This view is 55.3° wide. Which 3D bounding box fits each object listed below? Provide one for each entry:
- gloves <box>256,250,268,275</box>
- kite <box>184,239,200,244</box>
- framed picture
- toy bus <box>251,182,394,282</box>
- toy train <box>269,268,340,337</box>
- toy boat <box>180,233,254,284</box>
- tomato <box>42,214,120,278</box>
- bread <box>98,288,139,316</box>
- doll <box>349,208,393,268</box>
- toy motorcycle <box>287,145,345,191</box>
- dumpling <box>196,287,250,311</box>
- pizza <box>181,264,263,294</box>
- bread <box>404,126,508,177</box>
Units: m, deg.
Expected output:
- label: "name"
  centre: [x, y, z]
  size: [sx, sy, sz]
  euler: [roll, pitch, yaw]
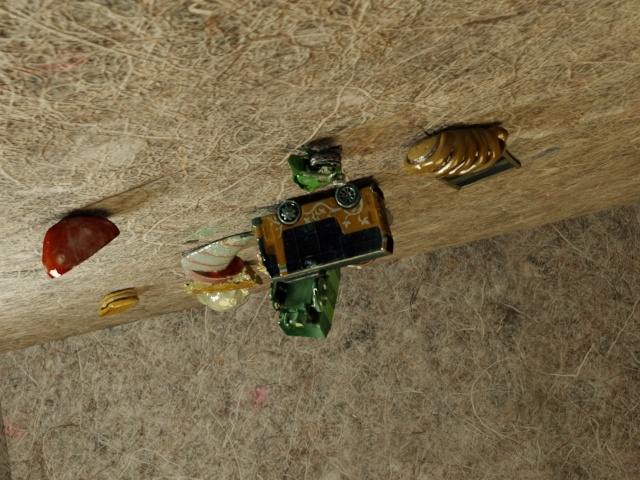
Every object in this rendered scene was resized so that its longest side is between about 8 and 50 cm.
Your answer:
- label: "gloves"
  centre: [-0.163, 0.069, 2.138]
  size: [0.094, 0.110, 0.144]
  euler: [-24, -162, 15]
- label: "kite"
  centre: [-0.354, 0.005, 1.729]
  size: [0.044, 0.002, 0.078]
  euler: [-19, 169, 31]
- label: "framed picture"
  centre: [0.421, -0.189, 1.621]
  size: [0.189, 0.023, 0.260]
  euler: [-20, 169, 24]
- label: "toy bus"
  centre: [0.010, -0.015, 1.525]
  size: [0.324, 0.194, 0.162]
  euler: [-16, 172, 12]
- label: "toy train"
  centre: [-0.031, 0.128, 1.722]
  size: [0.167, 0.298, 0.238]
  euler: [2, 149, 19]
- label: "toy boat"
  centre: [-0.301, 0.043, 1.849]
  size: [0.206, 0.096, 0.282]
  euler: [9, 152, -29]
- label: "tomato"
  centre: [-0.483, -0.004, 1.203]
  size: [0.159, 0.091, 0.139]
  euler: [-40, -162, -34]
- label: "bread"
  centre: [-0.776, 0.237, 2.337]
  size: [0.116, 0.077, 0.200]
  euler: [-5, 167, -36]
- label: "doll"
  centre: [0.137, -0.006, 1.925]
  size: [0.215, 0.161, 0.257]
  euler: [-40, -179, -26]
- label: "toy motorcycle"
  centre: [-0.006, -0.135, 1.170]
  size: [0.106, 0.074, 0.190]
  euler: [-5, 172, 5]
- label: "dumpling"
  centre: [-0.421, 0.207, 2.535]
  size: [0.258, 0.146, 0.193]
  euler: [-19, 140, 30]
- label: "pizza"
  centre: [-0.362, 0.146, 2.338]
  size: [0.324, 0.089, 0.223]
  euler: [-6, 165, -22]
- label: "bread"
  centre: [0.288, -0.179, 1.263]
  size: [0.225, 0.081, 0.134]
  euler: [-8, 169, -28]
